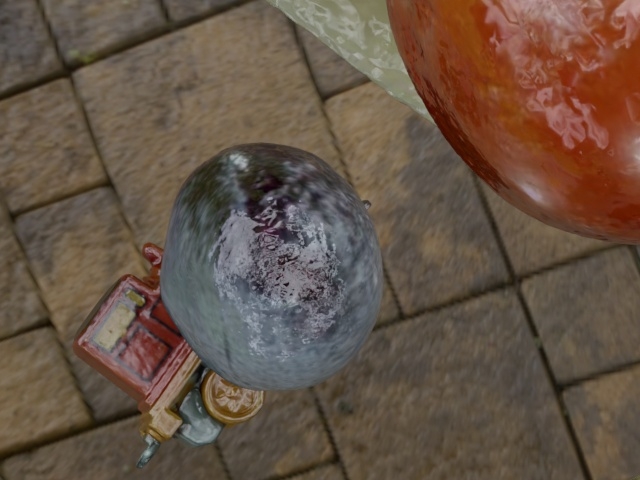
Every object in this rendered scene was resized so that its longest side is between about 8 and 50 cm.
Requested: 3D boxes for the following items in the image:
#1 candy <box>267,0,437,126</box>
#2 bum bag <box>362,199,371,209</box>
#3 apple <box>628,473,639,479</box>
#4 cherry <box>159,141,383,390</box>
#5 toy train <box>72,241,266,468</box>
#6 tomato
[{"bbox_3d":[0.045,-0.235,1.030,0.320,0.135,0.179,38,135,-2],"label":"candy"},{"bbox_3d":[0.000,0.000,1.968,0.159,0.109,0.026,-45,98,-12],"label":"bum bag"},{"bbox_3d":[0.169,0.177,0.581,0.200,0.200,0.200,2,100,9],"label":"apple"},{"bbox_3d":[-0.050,0.029,1.459,0.218,0.296,0.255,-2,102,-18],"label":"cherry"},{"bbox_3d":[-0.143,0.100,1.730,0.231,0.163,0.369,36,75,-6],"label":"toy train"},{"bbox_3d":[0.139,-0.090,0.496,0.232,0.232,0.188,-19,111,12],"label":"tomato"}]
